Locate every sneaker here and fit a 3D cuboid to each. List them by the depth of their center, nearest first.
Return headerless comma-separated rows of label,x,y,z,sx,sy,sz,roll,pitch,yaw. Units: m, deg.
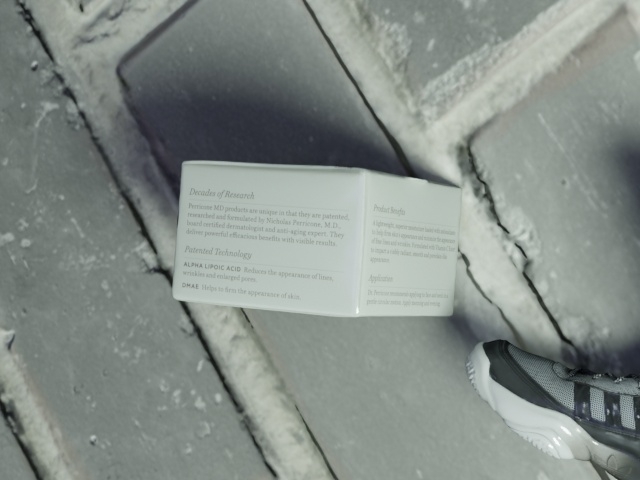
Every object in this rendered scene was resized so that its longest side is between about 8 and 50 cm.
sneaker,0.253,0.116,1.246,0.268,0.101,0.153,32,103,21

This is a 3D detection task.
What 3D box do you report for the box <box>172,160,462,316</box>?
box,0.000,0.000,1.344,0.182,0.181,0.119,4,90,30
